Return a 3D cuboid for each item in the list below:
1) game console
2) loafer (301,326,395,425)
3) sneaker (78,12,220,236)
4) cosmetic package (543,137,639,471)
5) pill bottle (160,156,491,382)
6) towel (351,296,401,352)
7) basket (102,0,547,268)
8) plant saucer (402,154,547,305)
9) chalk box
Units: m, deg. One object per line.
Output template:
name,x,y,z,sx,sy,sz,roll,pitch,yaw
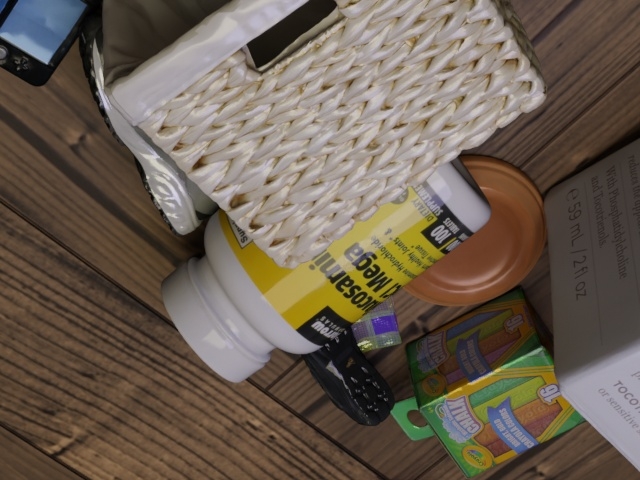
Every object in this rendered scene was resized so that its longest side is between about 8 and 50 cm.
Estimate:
game console,-0.299,-0.221,1.399,0.124,0.085,0.144,31,114,-22
loafer,0.006,0.126,1.650,0.076,0.078,0.223,-40,109,-27
sneaker,-0.170,-0.132,1.470,0.108,0.100,0.271,-29,127,1
cosmetic package,0.491,0.053,1.467,0.393,0.329,0.327,-31,120,27
pill bottle,0.000,0.000,1.490,0.334,0.188,0.188,-38,118,11
towel,0.063,0.098,1.677,0.060,0.009,0.083,-13,122,1
basket,0.000,-0.209,1.296,0.328,0.331,0.266,-33,121,15
plant saucer,0.167,-0.003,1.609,0.199,0.037,0.200,-3,122,-5
chalk box,0.187,0.181,1.668,0.213,0.132,0.132,-30,119,12
